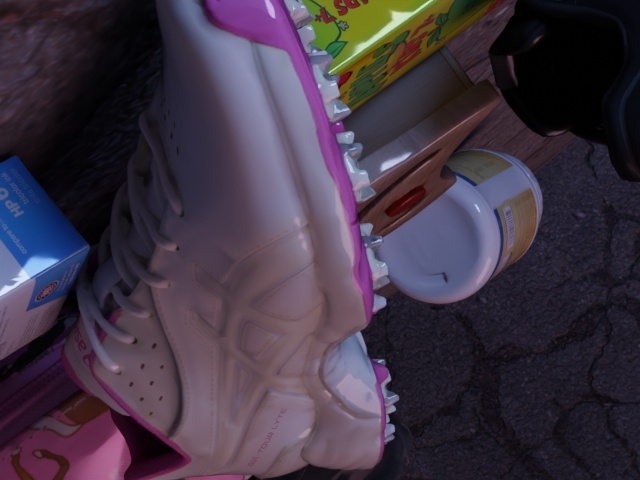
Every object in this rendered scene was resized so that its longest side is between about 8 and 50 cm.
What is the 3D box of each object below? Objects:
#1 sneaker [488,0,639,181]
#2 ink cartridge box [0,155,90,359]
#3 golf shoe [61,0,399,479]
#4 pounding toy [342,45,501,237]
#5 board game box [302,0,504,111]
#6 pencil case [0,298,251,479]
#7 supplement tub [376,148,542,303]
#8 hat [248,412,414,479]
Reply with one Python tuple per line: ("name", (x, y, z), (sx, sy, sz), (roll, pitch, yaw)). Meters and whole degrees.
("sneaker", (0.147, -0.123, 0.637), (0.146, 0.102, 0.293), (-23, -148, 9))
("ink cartridge box", (-0.160, 0.031, 0.499), (0.122, 0.052, 0.088), (-36, 172, -33))
("golf shoe", (-0.046, 0.015, 0.525), (0.140, 0.115, 0.306), (-14, 139, -6))
("pounding toy", (0.040, -0.019, 0.784), (0.154, 0.155, 0.269), (-30, 170, -27))
("board game box", (0.024, -0.105, 0.621), (0.181, 0.043, 0.092), (-37, 173, -16))
("pencil case", (-0.179, 0.143, 0.689), (0.386, 0.167, 0.160), (-38, -160, -14))
("supplement tub", (0.157, -0.022, 1.416), (0.144, 0.144, 0.199), (-43, 171, 30))
("hat", (-0.017, 0.182, 0.952), (0.331, 0.134, 0.331), (-59, -173, 11))
